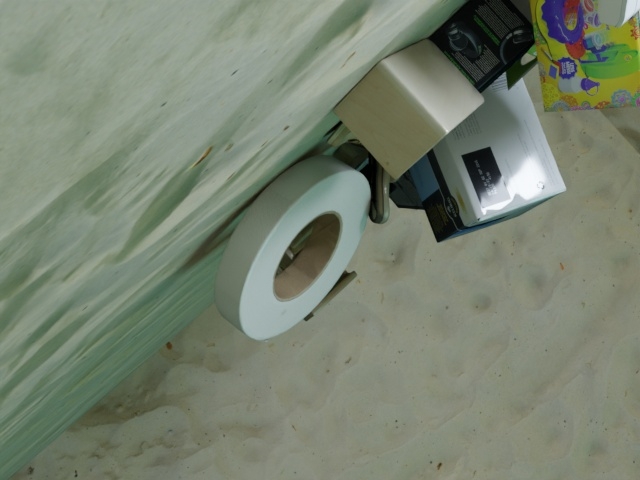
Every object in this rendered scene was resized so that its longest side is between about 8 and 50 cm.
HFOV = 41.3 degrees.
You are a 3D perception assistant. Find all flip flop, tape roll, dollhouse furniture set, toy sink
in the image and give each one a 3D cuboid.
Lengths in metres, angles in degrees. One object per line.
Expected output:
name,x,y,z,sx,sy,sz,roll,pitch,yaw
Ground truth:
flip flop,0.146,-0.170,1.767,0.080,0.277,0.112,4,170,-6
tape roll,-0.048,0.018,1.662,0.392,0.072,0.392,-42,153,-28
dollhouse furniture set,0.000,0.000,2.019,0.362,0.256,0.394,-42,179,-29
toy sink,0.148,-0.220,1.401,0.131,0.153,0.234,-42,180,33

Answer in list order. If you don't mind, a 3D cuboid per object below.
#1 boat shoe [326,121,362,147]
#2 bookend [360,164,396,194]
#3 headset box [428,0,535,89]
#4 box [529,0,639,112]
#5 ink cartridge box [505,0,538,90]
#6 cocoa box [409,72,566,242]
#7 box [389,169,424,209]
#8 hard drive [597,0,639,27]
boat shoe,0.078,-0.212,1.588,0.170,0.059,0.063,-41,179,-40
bookend,0.110,-0.162,2.192,0.072,0.156,0.157,-42,180,-4
headset box,0.242,-0.312,1.594,0.283,0.131,0.246,-41,178,2
box,0.491,-0.404,1.454,0.177,0.290,0.279,1,-154,33
ink cartridge box,0.460,-0.439,1.724,0.189,0.097,0.255,-44,-143,53
cocoa box,0.328,-0.204,1.851,0.231,0.347,0.228,-18,172,-18
box,0.306,-0.251,2.273,0.293,0.212,0.395,-42,-168,-7
hard drive,0.519,-0.493,1.228,0.353,0.047,0.233,-41,141,-29
